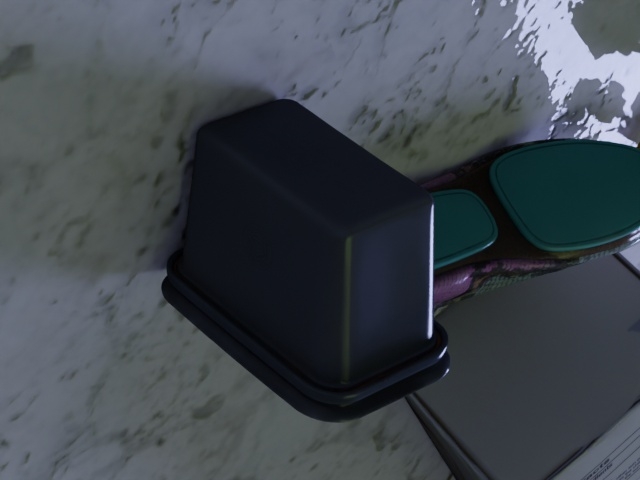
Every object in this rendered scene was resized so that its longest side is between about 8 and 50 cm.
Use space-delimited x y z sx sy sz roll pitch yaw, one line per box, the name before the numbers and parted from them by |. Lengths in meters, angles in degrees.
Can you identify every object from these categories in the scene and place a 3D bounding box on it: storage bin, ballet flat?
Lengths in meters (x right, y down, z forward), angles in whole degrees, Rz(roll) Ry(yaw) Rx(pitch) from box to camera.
storage bin | 0.000 0.000 0.811 0.098 0.135 0.091 -22 132 -33
ballet flat | 0.085 -0.001 0.970 0.221 0.077 0.079 -16 158 -31

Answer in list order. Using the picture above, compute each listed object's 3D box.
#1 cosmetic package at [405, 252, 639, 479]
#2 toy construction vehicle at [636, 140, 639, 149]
cosmetic package | 0.163 0.127 1.145 0.153 0.129 0.296 -39 149 -6
toy construction vehicle | 0.215 -0.074 1.064 0.098 0.035 0.086 -21 143 -48
